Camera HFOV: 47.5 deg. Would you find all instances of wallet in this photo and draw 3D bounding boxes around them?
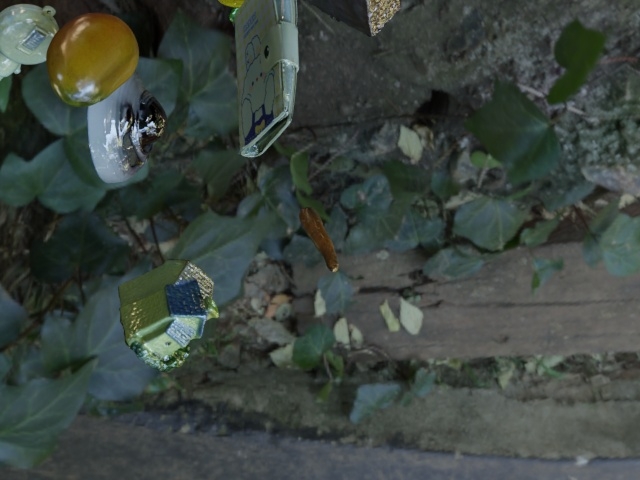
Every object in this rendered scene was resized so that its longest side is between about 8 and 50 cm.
[{"bbox_3d":[-0.112,-0.349,1.464,0.077,0.310,0.223,4,164,-31],"label":"wallet"}]

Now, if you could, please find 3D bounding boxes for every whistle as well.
[{"bbox_3d":[-0.621,-0.381,1.465,0.258,0.067,0.126,-35,145,21],"label":"whistle"}]

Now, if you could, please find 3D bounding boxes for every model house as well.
[{"bbox_3d":[-0.314,0.164,1.615,0.189,0.214,0.195,-34,131,8],"label":"model house"}]

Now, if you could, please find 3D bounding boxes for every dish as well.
[{"bbox_3d":[-0.407,-0.261,1.612,0.133,0.273,0.273,3,135,3],"label":"dish"}]

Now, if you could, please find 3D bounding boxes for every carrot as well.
[{"bbox_3d":[0.000,0.000,1.635,0.047,0.191,0.047,-18,145,-13],"label":"carrot"}]

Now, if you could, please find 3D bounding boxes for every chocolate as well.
[{"bbox_3d":[0.022,-0.546,1.502,0.112,0.321,0.112,-42,148,-17],"label":"chocolate"}]

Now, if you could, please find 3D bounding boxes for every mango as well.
[{"bbox_3d":[-0.441,-0.347,1.388,0.151,0.221,0.120,38,140,-7],"label":"mango"}]

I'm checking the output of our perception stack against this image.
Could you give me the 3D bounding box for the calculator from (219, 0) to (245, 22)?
[{"bbox_3d":[-0.188,-0.630,1.705,0.146,0.032,0.235,5,107,18],"label":"calculator"}]
